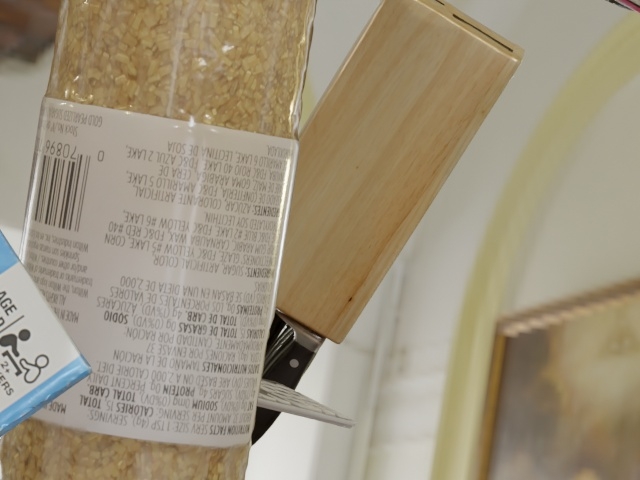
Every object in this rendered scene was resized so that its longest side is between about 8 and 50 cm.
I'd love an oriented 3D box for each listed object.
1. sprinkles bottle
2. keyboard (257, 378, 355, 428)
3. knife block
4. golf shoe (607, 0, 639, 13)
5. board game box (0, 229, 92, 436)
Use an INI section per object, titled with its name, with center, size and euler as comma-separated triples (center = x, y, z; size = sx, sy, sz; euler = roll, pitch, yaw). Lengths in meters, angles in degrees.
[sprinkles bottle]
center = -0.079, 0.034, 0.875
size = 0.121, 0.355, 0.121
euler = 9, 3, 0
[keyboard]
center = -0.089, 0.064, 1.019
size = 0.256, 0.014, 0.072
euler = 18, -3, -44
[knife block]
center = 0.000, 0.000, 1.194
size = 0.088, 0.242, 0.275
euler = 30, -24, -4
[golf shoe]
center = 0.137, -0.073, 0.562
size = 0.186, 0.067, 0.086
euler = 19, 11, 6
[board game box]
center = -0.220, -0.078, 0.638
size = 0.302, 0.086, 0.308
euler = 59, -13, -16
